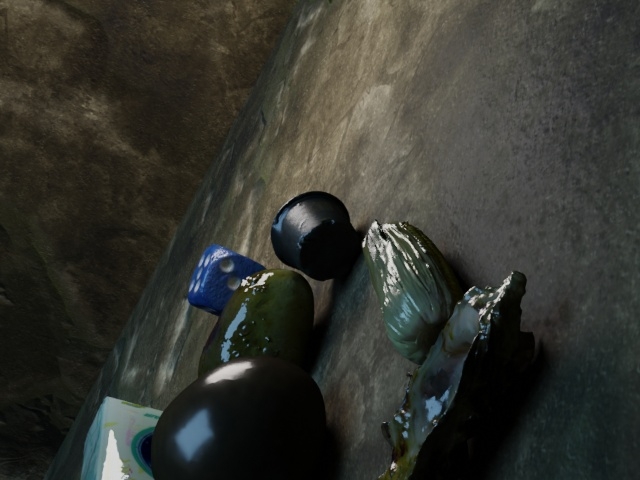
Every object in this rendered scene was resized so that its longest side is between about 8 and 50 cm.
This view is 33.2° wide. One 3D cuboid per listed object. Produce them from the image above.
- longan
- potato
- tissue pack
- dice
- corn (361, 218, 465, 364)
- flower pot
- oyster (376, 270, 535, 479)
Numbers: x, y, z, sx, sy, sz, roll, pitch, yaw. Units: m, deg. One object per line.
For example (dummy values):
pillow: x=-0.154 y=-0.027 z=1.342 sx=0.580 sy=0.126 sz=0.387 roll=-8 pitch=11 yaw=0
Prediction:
longan: x=-0.127 y=0.309 z=1.686 sx=0.300 sy=0.300 sz=0.243 roll=-100 pitch=0 yaw=-61
potato: x=-0.115 y=0.193 z=1.963 sx=0.210 sy=0.173 sz=0.307 roll=-131 pitch=63 yaw=-74
tissue pack: x=-0.289 y=0.466 z=1.937 sx=0.388 sy=0.287 sz=0.162 roll=-106 pitch=37 yaw=-66
dice: x=-0.207 y=0.099 z=2.410 sx=0.146 sy=0.146 sz=0.143 roll=-69 pitch=15 yaw=-9
corn: x=0.124 y=0.064 z=1.490 sx=0.122 sy=0.123 sz=0.305 roll=-53 pitch=19 yaw=13
flower pot: x=0.000 y=0.000 z=1.934 sx=0.157 sy=0.157 sz=0.107 roll=-63 pitch=30 yaw=11
oyster: x=0.154 y=0.192 z=1.288 sx=0.361 sy=0.096 sz=0.221 roll=-64 pitch=12 yaw=7
